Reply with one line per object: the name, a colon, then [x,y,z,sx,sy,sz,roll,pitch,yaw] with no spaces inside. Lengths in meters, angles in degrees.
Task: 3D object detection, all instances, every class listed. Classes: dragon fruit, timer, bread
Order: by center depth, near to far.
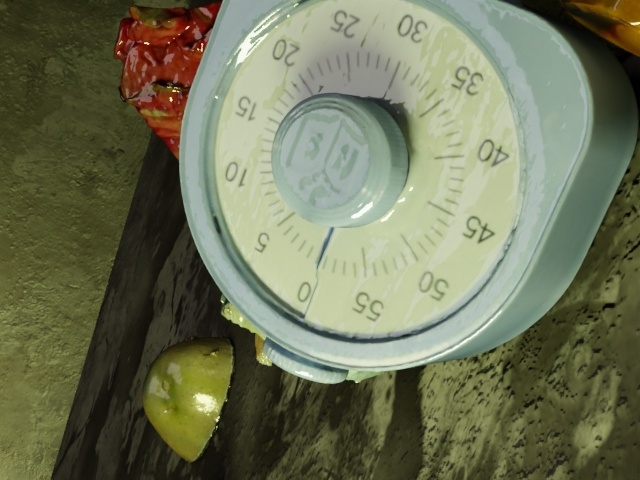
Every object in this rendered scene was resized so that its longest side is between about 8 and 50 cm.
timer: [0.045,-0.053,1.067,0.395,0.173,0.395,1,91,30]
bread: [-0.060,0.124,1.723,0.083,0.035,0.070,-56,24,25]
dragon fruit: [-0.138,-0.231,1.842,0.228,0.329,0.286,-29,45,56]

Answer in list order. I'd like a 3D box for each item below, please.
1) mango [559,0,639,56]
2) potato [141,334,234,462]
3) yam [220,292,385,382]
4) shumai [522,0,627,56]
mango: [0.273,-0.203,0.897,0.166,0.136,0.236,-55,16,7]
potato: [-0.221,0.238,1.967,0.202,0.117,0.182,-65,22,19]
yam: [0.049,-0.021,1.279,0.201,0.202,0.271,-34,-29,-57]
shumai: [0.239,-0.217,1.092,0.123,0.099,0.087,-9,39,45]
